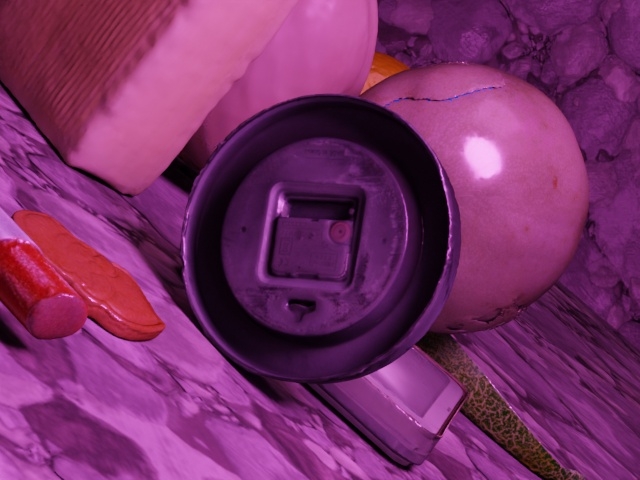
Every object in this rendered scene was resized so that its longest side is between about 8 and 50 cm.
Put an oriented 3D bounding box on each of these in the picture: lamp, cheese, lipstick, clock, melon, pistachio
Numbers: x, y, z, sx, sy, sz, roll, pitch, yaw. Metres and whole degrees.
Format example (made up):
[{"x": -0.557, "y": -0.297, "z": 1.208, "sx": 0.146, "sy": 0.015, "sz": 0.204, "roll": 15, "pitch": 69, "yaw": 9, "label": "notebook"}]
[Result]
[{"x": 0.012, "y": 0.083, "z": 1.328, "sx": 0.266, "sy": 0.047, "sz": 0.269, "roll": 42, "pitch": 9, "yaw": 7, "label": "lamp"}, {"x": -0.168, "y": -0.215, "z": 1.345, "sx": 0.242, "sy": 0.265, "sz": 0.124, "roll": 47, "pitch": 12, "yaw": 33, "label": "cheese"}, {"x": -0.238, "y": -0.039, "z": 0.890, "sx": 0.274, "sy": 0.061, "sz": 0.068, "roll": 44, "pitch": 8, "yaw": 21, "label": "lipstick"}, {"x": 0.000, "y": 0.000, "z": 1.133, "sx": 0.226, "sy": 0.226, "sz": 0.049, "roll": 44, "pitch": 7, "yaw": 24, "label": "clock"}, {"x": 0.179, "y": 0.183, "z": 1.576, "sx": 0.262, "sy": 0.053, "sz": 0.114, "roll": 45, "pitch": -8, "yaw": 10, "label": "melon"}, {"x": 0.129, "y": -0.041, "z": 1.457, "sx": 0.268, "sy": 0.268, "sz": 0.330, "roll": 42, "pitch": 6, "yaw": 16, "label": "melon"}, {"x": -0.057, "y": -0.209, "z": 1.464, "sx": 0.226, "sy": 0.332, "sz": 0.208, "roll": 24, "pitch": 25, "yaw": 5, "label": "pistachio"}]

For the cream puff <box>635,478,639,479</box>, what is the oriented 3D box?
[{"x": 0.259, "y": 0.269, "z": 1.229, "sx": 0.144, "sy": 0.103, "sz": 0.126, "roll": -8, "pitch": 77, "yaw": -77, "label": "cream puff"}]

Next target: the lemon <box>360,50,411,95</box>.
[{"x": 0.046, "y": -0.134, "z": 1.913, "sx": 0.236, "sy": 0.236, "sz": 0.263, "roll": 42, "pitch": 33, "yaw": 12, "label": "lemon"}]

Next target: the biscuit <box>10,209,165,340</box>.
[{"x": -0.161, "y": 0.024, "z": 1.023, "sx": 0.130, "sy": 0.019, "sz": 0.102, "roll": 40, "pitch": 11, "yaw": -2, "label": "biscuit"}]
